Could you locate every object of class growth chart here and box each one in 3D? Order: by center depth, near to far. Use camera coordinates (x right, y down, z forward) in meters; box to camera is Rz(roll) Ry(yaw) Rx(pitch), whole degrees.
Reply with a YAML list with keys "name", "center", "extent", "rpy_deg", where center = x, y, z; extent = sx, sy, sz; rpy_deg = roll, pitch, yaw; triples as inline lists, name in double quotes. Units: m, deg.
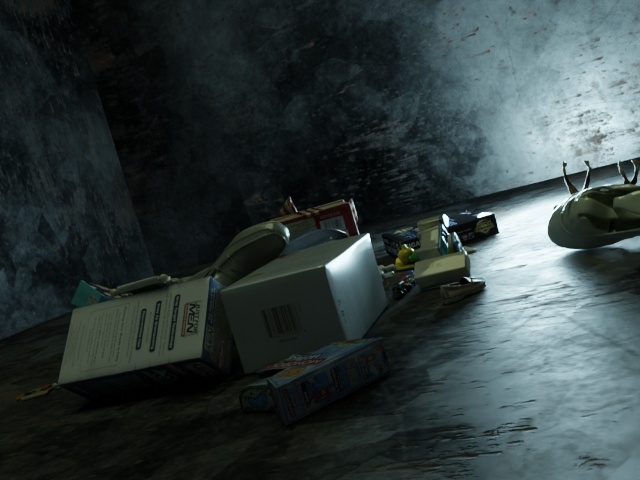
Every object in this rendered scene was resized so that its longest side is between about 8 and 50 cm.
- name: "growth chart"
  center: [-0.298, 0.125, 1.628]
  extent: [0.172, 0.021, 0.237]
  rpy_deg: [-22, -35, 35]

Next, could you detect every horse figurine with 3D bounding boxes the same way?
- name: "horse figurine"
  center: [0.707, -0.113, 1.964]
  extent: [0.263, 0.175, 0.066]
  rpy_deg: [2, 4, 27]

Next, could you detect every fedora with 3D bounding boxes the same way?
- name: "fedora"
  center: [-0.018, 0.085, 1.901]
  extent: [0.243, 0.124, 0.275]
  rpy_deg: [-28, -16, -2]

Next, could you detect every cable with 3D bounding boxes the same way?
- name: "cable"
  center: [0.042, 0.122, 1.845]
  extent: [0.287, 0.072, 0.139]
  rpy_deg: [-16, 0, 3]

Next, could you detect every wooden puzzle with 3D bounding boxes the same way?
- name: "wooden puzzle"
  center: [-0.667, 0.356, 1.859]
  extent: [0.116, 0.014, 0.078]
  rpy_deg: [-16, 5, -6]

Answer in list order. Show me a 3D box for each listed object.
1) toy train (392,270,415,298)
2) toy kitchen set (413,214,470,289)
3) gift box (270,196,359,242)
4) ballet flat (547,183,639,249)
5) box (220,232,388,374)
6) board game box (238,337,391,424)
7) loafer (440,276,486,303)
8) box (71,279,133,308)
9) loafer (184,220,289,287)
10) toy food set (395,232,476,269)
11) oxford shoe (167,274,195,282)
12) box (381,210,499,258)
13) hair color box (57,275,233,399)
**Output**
- name: "toy train"
  center: [0.194, 0.098, 1.810]
  extent: [0.027, 0.036, 0.158]
  rpy_deg: [-14, 5, 23]
- name: "toy kitchen set"
  center: [0.309, 0.051, 1.841]
  extent: [0.122, 0.166, 0.207]
  rpy_deg: [-14, 42, 24]
- name: "gift box"
  center: [0.000, 0.000, 2.218]
  extent: [0.255, 0.277, 0.258]
  rpy_deg: [-11, 3, -4]
- name: "ballet flat"
  center: [0.608, -0.063, 1.604]
  extent: [0.139, 0.139, 0.400]
  rpy_deg: [-20, 9, -37]
- name: "box"
  center: [-0.018, 0.115, 1.560]
  extent: [0.214, 0.168, 0.345]
  rpy_deg: [-15, 6, 19]
- name: "board game box"
  center: [-0.030, 0.210, 1.178]
  extent: [0.194, 0.060, 0.194]
  rpy_deg: [-12, 6, 41]
- name: "loafer"
  center: [0.287, 0.091, 1.577]
  extent: [0.125, 0.039, 0.045]
  rpy_deg: [-20, 6, -38]
- name: "box"
  center: [-0.434, 0.160, 1.796]
  extent: [0.100, 0.060, 0.244]
  rpy_deg: [24, 1, 42]
- name: "loafer"
  center: [-0.192, 0.078, 1.754]
  extent: [0.319, 0.112, 0.111]
  rpy_deg: [-40, 32, 22]
- name: "toy food set"
  center: [0.301, 0.019, 2.139]
  extent: [0.217, 0.071, 0.128]
  rpy_deg: [-16, 5, 3]
- name: "oxford shoe"
  center: [-0.452, 0.174, 2.244]
  extent: [0.449, 0.130, 0.169]
  rpy_deg: [-11, -23, 21]
- name: "box"
  center: [0.356, -0.017, 2.383]
  extent: [0.293, 0.073, 0.295]
  rpy_deg: [-17, 6, -4]
- name: "hair color box"
  center: [-0.341, 0.199, 1.555]
  extent: [0.347, 0.174, 0.105]
  rpy_deg: [-14, -34, 24]
